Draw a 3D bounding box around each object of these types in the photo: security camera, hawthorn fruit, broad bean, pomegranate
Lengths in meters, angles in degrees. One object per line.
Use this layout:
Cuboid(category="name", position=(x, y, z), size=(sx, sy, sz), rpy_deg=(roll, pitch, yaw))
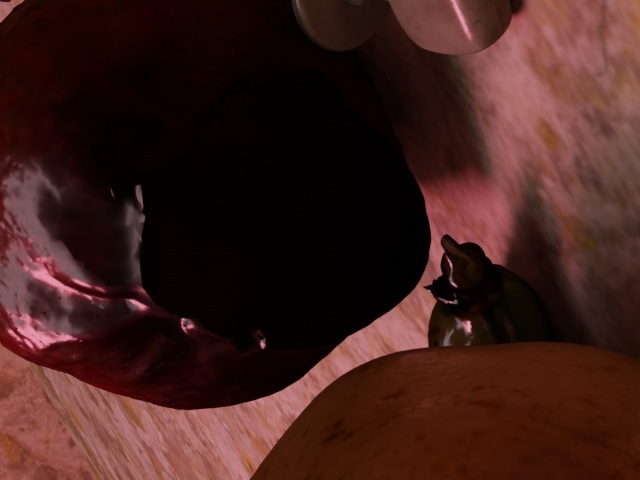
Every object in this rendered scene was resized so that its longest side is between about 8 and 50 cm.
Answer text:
Cuboid(category="security camera", position=(0.037, -0.098, 0.571), size=(0.092, 0.058, 0.058), rpy_deg=(17, 136, 46))
Cuboid(category="hawthorn fruit", position=(-0.070, -0.042, 0.680), size=(0.250, 0.215, 0.215), rpy_deg=(-104, -3, -53))
Cuboid(category="broad bean", position=(0.091, 0.112, 0.724), size=(0.077, 0.061, 0.339), rpy_deg=(53, 162, 39))
Cuboid(category="pomegranate", position=(0.083, 0.170, 0.526), size=(0.307, 0.307, 0.307), rpy_deg=(49, 160, 26))
